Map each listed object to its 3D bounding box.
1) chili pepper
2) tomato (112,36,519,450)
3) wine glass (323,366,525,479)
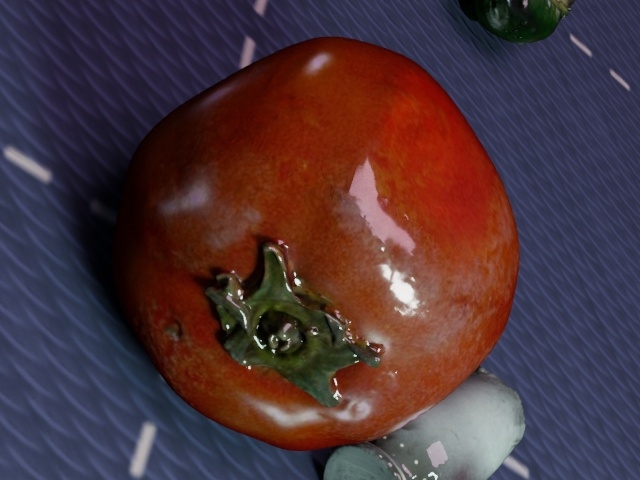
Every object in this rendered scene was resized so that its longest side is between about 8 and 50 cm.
[{"bbox_3d":[0.255,-0.336,1.645,0.148,0.116,0.264,59,39,-21],"label":"chili pepper"},{"bbox_3d":[0.000,0.000,1.054,0.325,0.293,0.289,45,29,-12],"label":"tomato"},{"bbox_3d":[0.099,0.193,1.169,0.204,0.111,0.111,-25,88,-44],"label":"wine glass"}]
